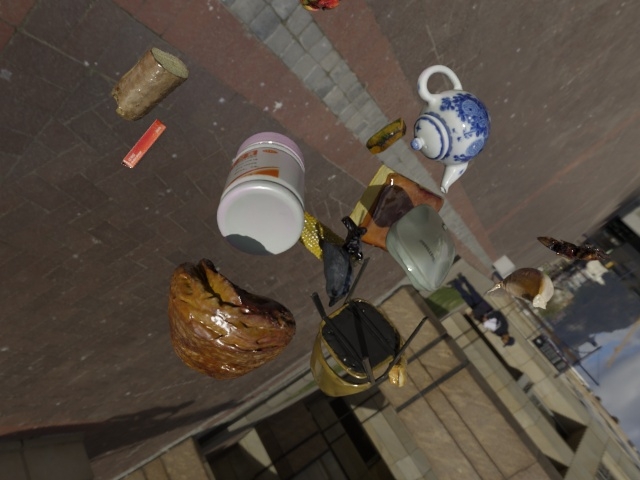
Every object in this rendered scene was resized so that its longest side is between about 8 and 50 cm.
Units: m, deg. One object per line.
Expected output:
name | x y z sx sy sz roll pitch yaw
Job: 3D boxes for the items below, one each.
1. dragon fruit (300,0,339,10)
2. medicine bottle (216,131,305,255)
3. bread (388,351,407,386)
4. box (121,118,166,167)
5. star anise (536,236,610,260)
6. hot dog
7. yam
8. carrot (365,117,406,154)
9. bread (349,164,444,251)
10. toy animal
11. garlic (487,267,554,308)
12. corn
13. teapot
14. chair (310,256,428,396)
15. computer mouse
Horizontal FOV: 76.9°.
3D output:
dragon fruit | 0.023 -0.978 1.468 0.308 0.243 0.227 -23 126 29
medicine bottle | -0.140 -0.129 1.031 0.203 0.315 0.202 -1 125 -2
bread | 0.242 0.388 1.244 0.054 0.074 0.132 -4 -169 17
box | -0.716 -0.391 1.650 0.229 0.050 0.123 -51 -162 -1
star anise | 0.749 0.033 1.185 0.157 0.213 0.053 -19 125 -66
hot dog | -0.197 0.165 0.818 0.174 0.267 0.387 -61 -175 -32
yam | -0.529 -0.477 1.238 0.238 0.128 0.129 -29 130 27
carrot | 0.265 -0.412 1.606 0.173 0.082 0.082 -29 164 29
bread | 0.316 -0.114 1.728 0.324 0.143 0.332 19 112 -30
toy animal | 0.033 0.049 0.956 0.121 0.117 0.210 101 13 -47
garlic | 0.654 0.148 1.307 0.128 0.198 0.090 -43 116 -15
corn | 0.000 0.000 1.290 0.101 0.310 0.101 -51 173 -9
teapot | 0.419 -0.370 1.360 0.280 0.252 0.423 -26 114 -17
chair | 0.066 0.190 0.781 0.173 0.158 0.246 -29 148 -22
computer mouse | 0.282 0.006 1.056 0.095 0.197 0.331 -31 -176 38
